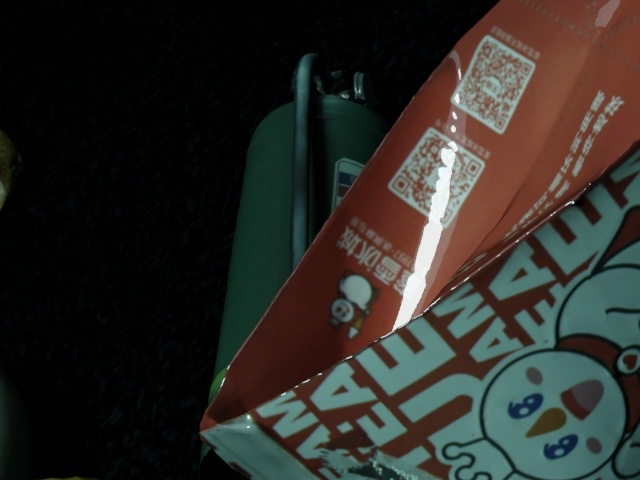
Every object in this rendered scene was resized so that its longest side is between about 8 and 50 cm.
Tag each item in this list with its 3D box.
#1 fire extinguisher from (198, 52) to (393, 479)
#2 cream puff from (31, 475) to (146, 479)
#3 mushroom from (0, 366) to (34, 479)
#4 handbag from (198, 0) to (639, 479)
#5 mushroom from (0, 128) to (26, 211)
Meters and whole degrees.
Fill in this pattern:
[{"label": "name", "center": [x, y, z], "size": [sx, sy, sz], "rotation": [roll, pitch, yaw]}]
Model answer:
[{"label": "fire extinguisher", "center": [0.000, 0.000, 0.859], "size": [0.093, 0.118, 0.294], "rotation": [-10, 49, 20]}, {"label": "cream puff", "center": [-0.160, 0.205, 0.708], "size": [0.281, 0.282, 0.185], "rotation": [-18, 70, 31]}, {"label": "mushroom", "center": [-0.294, 0.129, 0.915], "size": [0.243, 0.243, 0.243], "rotation": [-26, 39, 23]}, {"label": "handbag", "center": [0.093, 0.015, 0.700], "size": [0.298, 0.171, 0.151], "rotation": [-42, 36, 1]}, {"label": "mushroom", "center": [-0.294, -0.042, 1.240], "size": [0.187, 0.060, 0.061], "rotation": [-15, 51, 42]}]
